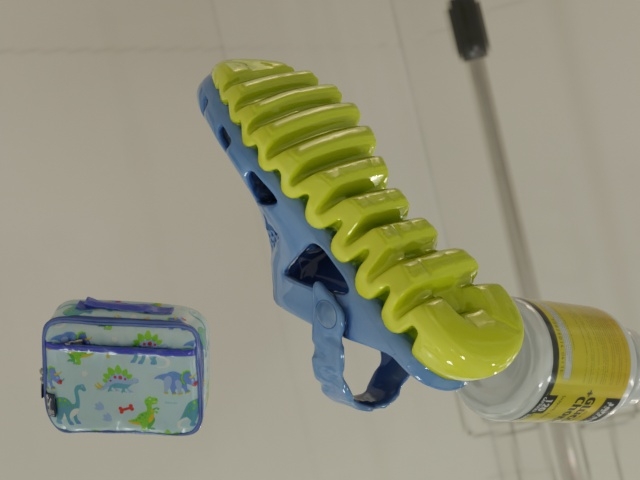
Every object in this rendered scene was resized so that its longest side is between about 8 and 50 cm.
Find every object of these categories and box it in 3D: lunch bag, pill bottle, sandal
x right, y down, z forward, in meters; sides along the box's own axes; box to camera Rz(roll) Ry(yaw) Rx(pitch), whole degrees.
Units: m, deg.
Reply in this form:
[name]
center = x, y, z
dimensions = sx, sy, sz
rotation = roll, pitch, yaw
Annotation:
[lunch bag]
center = -0.257, 0.165, 1.798
dimensions = 0.219, 0.176, 0.090
rotation = 4, -161, 2
[pill bottle]
center = 0.203, 0.104, 1.162
dimensions = 0.184, 0.103, 0.103
rotation = 9, 163, -44
[sandal]
center = 0.000, 0.000, 0.980
dimensions = 0.126, 0.317, 0.138
rotation = -8, 146, -45
